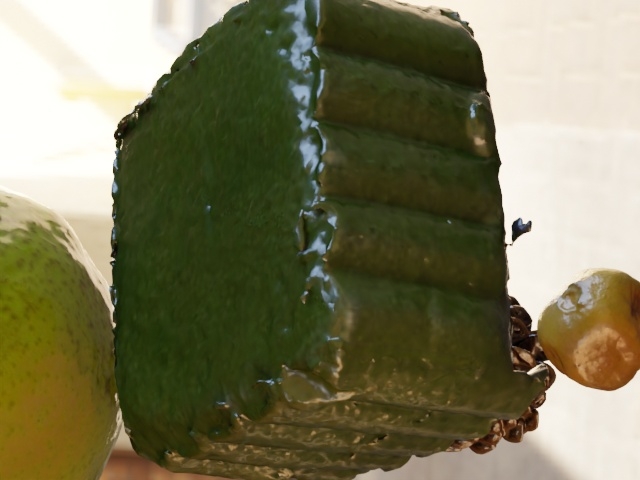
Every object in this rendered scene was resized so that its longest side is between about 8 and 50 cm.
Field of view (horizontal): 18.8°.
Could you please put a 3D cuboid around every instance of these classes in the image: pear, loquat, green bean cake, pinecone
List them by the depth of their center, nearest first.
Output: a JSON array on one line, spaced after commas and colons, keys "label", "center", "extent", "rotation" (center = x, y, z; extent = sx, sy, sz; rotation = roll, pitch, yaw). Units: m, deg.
[{"label": "green bean cake", "center": [0.000, 0.000, 1.434], "extent": [0.335, 0.218, 0.319], "rotation": [-27, 60, 49]}, {"label": "pear", "center": [-0.354, 0.135, 1.680], "extent": [0.391, 0.391, 0.391], "rotation": [-176, 90, -83]}, {"label": "loquat", "center": [0.300, 0.097, 2.071], "extent": [0.113, 0.137, 0.137], "rotation": [24, 111, 61]}, {"label": "pinecone", "center": [0.184, 0.145, 2.305], "extent": [0.208, 0.207, 0.208], "rotation": [-176, 90, -83]}]
